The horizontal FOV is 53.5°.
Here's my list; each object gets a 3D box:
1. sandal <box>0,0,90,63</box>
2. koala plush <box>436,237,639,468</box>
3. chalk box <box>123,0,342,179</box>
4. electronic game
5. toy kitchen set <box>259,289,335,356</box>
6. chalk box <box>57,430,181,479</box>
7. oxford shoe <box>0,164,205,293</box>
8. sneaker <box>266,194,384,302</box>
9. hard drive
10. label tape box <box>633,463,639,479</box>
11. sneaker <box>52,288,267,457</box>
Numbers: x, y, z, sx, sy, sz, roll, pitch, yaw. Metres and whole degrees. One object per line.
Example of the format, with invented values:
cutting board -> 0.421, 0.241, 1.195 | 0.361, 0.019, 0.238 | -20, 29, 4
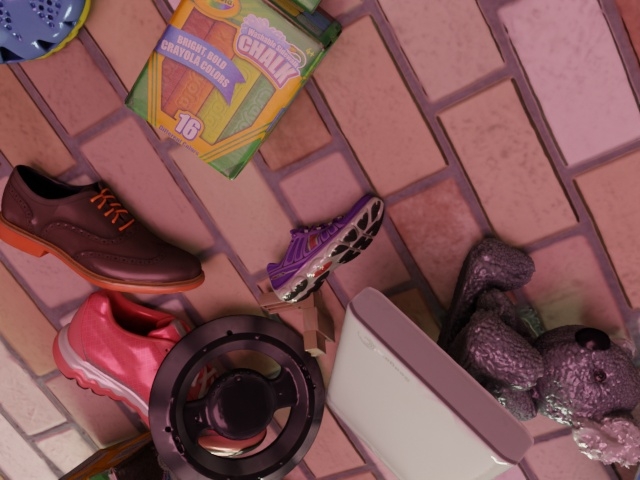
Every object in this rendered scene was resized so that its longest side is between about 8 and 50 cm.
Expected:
sandal -> -0.390, -0.228, 0.669 | 0.318, 0.138, 0.126 | -17, 109, 16
koala plush -> 0.249, 0.142, 0.710 | 0.221, 0.196, 0.203 | 14, 129, 3
chalk box -> -0.068, -0.193, 0.626 | 0.132, 0.132, 0.213 | 35, 117, -8
electronic game -> -0.103, 0.209, 0.814 | 0.229, 0.048, 0.229 | 1, 88, -20
toy kitchen set -> -0.028, 0.109, 0.806 | 0.075, 0.083, 0.068 | -13, 154, 17
chalk box -> -0.242, 0.435, 0.895 | 0.179, 0.180, 0.288 | -26, 89, 21
oxford shoe -> -0.266, -0.012, 0.775 | 0.272, 0.097, 0.098 | 19, 112, 1
sneaker -> 0.000, 0.000, 0.746 | 0.170, 0.068, 0.071 | -40, 67, 13
hard drive -> 0.095, 0.194, 0.703 | 0.203, 0.040, 0.307 | 43, 156, 19
label tape box -> 0.465, 0.329, 0.718 | 0.348, 0.249, 0.115 | 34, 160, -5
sneaker -> -0.197, 0.175, 0.841 | 0.314, 0.116, 0.136 | 32, 114, -7
